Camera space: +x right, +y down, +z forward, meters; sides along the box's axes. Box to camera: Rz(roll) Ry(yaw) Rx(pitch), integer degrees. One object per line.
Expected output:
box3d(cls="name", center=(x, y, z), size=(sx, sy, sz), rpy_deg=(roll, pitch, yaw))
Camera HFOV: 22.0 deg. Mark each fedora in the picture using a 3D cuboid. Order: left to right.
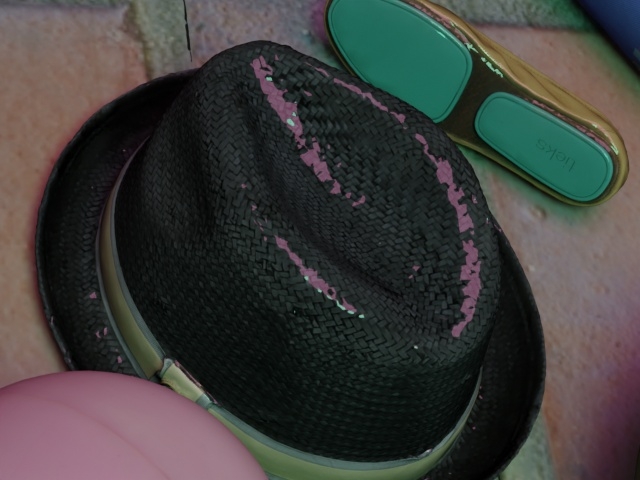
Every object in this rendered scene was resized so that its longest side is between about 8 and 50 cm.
box3d(cls="fedora", center=(0.000, 0.000, 0.958), size=(0.334, 0.152, 0.334), rpy_deg=(8, 58, -13))

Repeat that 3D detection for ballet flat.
box3d(cls="ballet flat", center=(0.106, -0.102, 1.114), size=(0.232, 0.080, 0.073), rpy_deg=(36, 28, 3))

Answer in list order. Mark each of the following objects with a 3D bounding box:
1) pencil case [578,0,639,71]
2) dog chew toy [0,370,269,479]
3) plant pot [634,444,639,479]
box3d(cls="pencil case", center=(0.286, -0.154, 1.160), size=(0.133, 0.119, 0.306), rpy_deg=(-40, 76, -8))
box3d(cls="dog chew toy", center=(-0.158, 0.199, 0.732), size=(0.206, 0.206, 0.332), rpy_deg=(43, 45, 10))
box3d(cls="plant pot", center=(0.315, 0.107, 0.947), size=(0.284, 0.284, 0.191), rpy_deg=(18, 31, -6))
